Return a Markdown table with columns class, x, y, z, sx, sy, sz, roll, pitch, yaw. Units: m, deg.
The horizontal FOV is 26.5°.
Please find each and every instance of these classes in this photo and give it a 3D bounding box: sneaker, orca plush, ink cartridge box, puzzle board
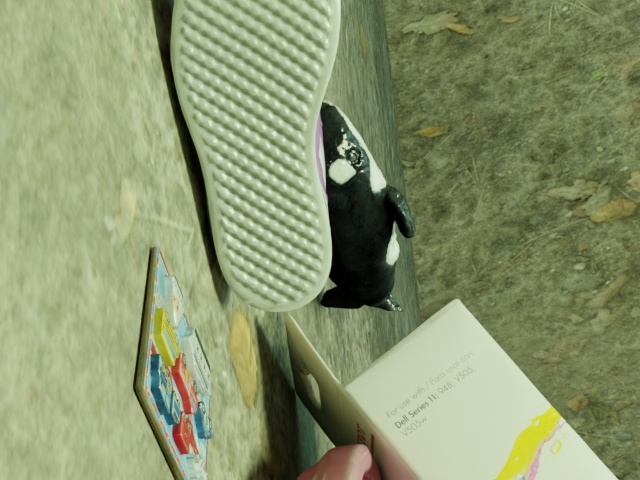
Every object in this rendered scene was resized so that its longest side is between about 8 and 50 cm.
| class | x | y | z | sx | sy | sz | roll | pitch | yaw |
| --- | --- | --- | --- | --- | --- | --- | --- | --- | --- |
| sneaker | -0.041 | -0.112 | 0.893 | 0.161 | 0.102 | 0.282 | -90 | -178 | -59 |
| orca plush | 0.000 | 0.000 | 1.259 | 0.151 | 0.102 | 0.287 | 40 | -22 | 19 |
| ink cartridge box | 0.124 | 0.186 | 1.042 | 0.353 | 0.119 | 0.207 | 49 | -14 | 20 |
| puzzle board | -0.077 | 0.080 | 0.752 | 0.128 | 0.011 | 0.096 | 77 | 11 | -47 |

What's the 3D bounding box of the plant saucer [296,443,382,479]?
| class | x | y | z | sx | sy | sz | roll | pitch | yaw |
| --- | --- | --- | --- | --- | --- | --- | --- | --- | --- |
| plant saucer | 0.009 | 0.310 | 0.936 | 0.332 | 0.084 | 0.332 | -6 | 90 | -82 |
